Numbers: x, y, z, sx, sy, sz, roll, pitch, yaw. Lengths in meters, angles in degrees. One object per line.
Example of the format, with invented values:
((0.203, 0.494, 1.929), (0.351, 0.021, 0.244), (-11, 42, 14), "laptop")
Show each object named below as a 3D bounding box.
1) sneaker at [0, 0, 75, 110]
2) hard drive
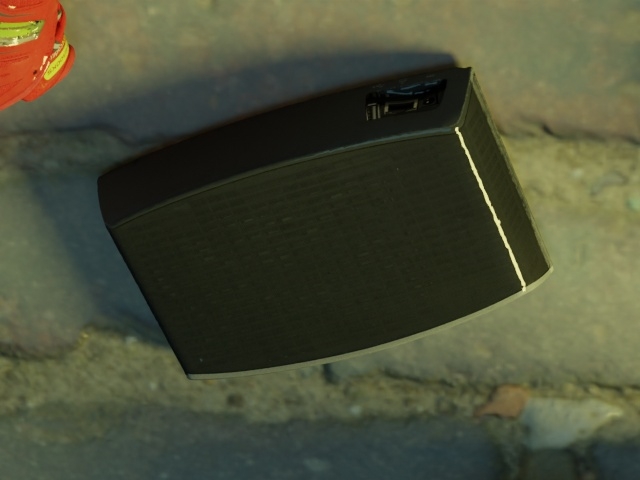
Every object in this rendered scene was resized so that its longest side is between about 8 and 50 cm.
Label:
((-0.187, -0.144, 1.133), (0.118, 0.107, 0.279), (26, 128, -30), "sneaker")
((0.000, 0.000, 1.203), (0.255, 0.054, 0.172), (-15, 119, 18), "hard drive")
